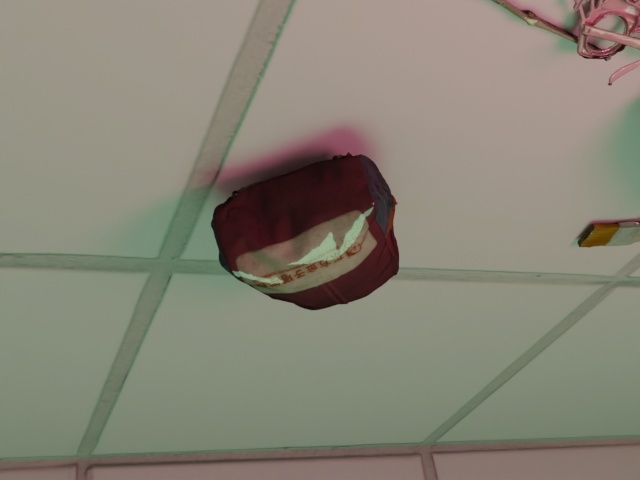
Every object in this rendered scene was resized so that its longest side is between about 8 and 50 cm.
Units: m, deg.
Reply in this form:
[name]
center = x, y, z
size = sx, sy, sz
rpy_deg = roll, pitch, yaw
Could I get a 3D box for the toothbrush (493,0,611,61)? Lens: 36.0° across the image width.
[toothbrush]
center = 0.311, -0.299, 1.358
size = 0.294, 0.026, 0.028
rpy_deg = 19, 124, -40

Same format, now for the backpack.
[backpack]
center = 0.000, 0.000, 1.604
size = 0.283, 0.197, 0.317
rpy_deg = -18, 154, 11

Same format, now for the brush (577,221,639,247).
[brush]
center = 0.675, -0.018, 1.960
size = 0.336, 0.020, 0.085
rpy_deg = -2, 149, -16

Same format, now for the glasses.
[glasses]
center = 0.457, -0.299, 1.341
size = 0.255, 0.095, 0.162
rpy_deg = -2, 129, -18
